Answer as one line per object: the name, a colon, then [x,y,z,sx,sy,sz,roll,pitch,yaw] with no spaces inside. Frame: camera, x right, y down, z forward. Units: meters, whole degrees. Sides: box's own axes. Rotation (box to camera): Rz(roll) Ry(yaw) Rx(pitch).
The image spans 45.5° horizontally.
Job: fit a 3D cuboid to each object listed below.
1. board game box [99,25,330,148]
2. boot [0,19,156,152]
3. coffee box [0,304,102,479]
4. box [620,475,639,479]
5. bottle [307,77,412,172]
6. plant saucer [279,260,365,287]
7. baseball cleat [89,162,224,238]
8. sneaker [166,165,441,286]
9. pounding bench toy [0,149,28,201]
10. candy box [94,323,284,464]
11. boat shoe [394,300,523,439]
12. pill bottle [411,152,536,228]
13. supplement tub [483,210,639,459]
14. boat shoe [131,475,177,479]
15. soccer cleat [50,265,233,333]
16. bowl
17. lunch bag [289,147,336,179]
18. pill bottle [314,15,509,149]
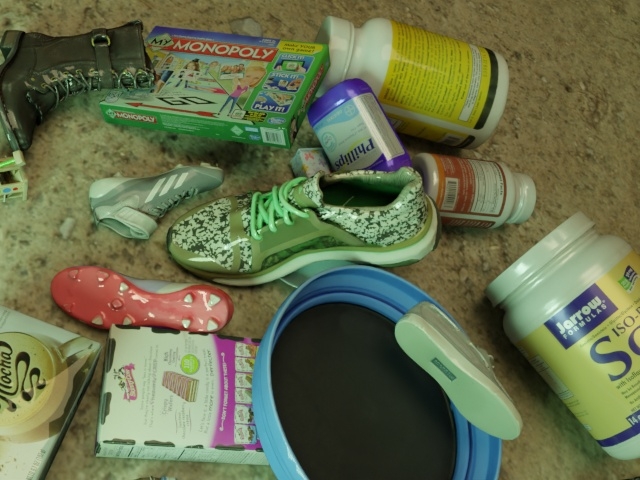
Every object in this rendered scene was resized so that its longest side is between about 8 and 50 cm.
board game box: [-0.166,-0.254,1.231,0.317,0.046,0.213,10,52,15]
boot: [-0.367,-0.246,1.166,0.229,0.091,0.263,-4,58,-9]
coffee box: [-0.391,0.235,0.866,0.168,0.119,0.297,24,53,-8]
box: [0.504,0.411,1.186,0.067,0.018,0.083,-3,61,-24]
bottle: [0.087,-0.121,1.250,0.092,0.118,0.283,-24,84,-51]
plant saucer: [0.000,0.000,1.204,0.195,0.037,0.195,-1,60,1]
baseball cleat: [-0.239,-0.057,1.152,0.206,0.072,0.109,-10,70,-16]
sneaker: [-0.029,-0.049,1.103,0.410,0.182,0.158,-8,60,2]
pounding bench toy: [-0.451,-0.094,1.070,0.065,0.083,0.052,-13,66,-29]
candy box: [-0.169,0.205,1.005,0.233,0.071,0.159,9,56,-18]
boat shoe: [0.205,0.174,1.064,0.227,0.079,0.081,46,49,1]
pill bottle: [0.260,-0.083,1.332,0.216,0.121,0.121,5,58,-20]
supplement tub: [0.441,0.142,1.191,0.241,0.241,0.331,-31,75,-34]
boat shoe: [-0.211,0.369,0.897,0.066,0.066,0.183,9,47,-11]
soccer cleat: [-0.244,0.084,1.058,0.248,0.095,0.083,7,88,-1]
bowl: [0.080,0.224,1.046,0.391,0.077,0.391,20,51,-27]
lunch bag: [0.001,-0.120,1.292,0.083,0.053,0.071,-4,63,-32]
pill bottle: [0.152,-0.290,1.376,0.334,0.188,0.188,12,56,-15]
